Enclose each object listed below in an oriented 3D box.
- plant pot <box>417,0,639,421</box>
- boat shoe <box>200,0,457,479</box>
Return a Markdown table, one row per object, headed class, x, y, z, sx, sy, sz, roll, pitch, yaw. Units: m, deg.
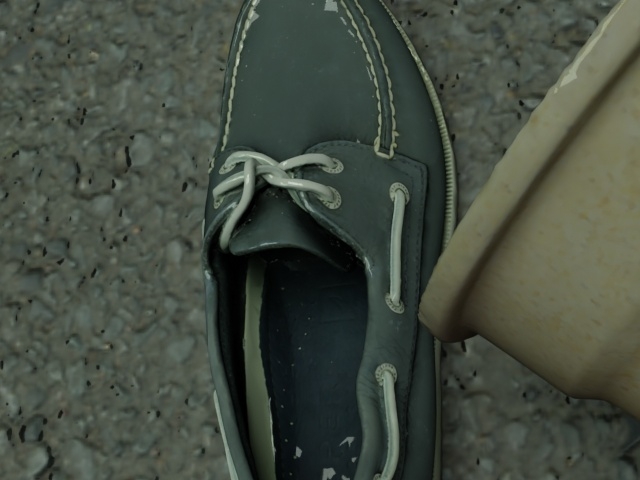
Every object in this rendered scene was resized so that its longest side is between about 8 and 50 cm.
| class | x | y | z | sx | sy | sz | roll | pitch | yaw |
| --- | --- | --- | --- | --- | --- | --- | --- | --- | --- |
| plant pot | 0.257 | 0.013 | 0.540 | 0.305 | 0.334 | 0.334 | 44 | 89 | 13 |
| boat shoe | 0.000 | 0.000 | 0.717 | 0.116 | 0.099 | 0.319 | -8 | 70 | 15 |
